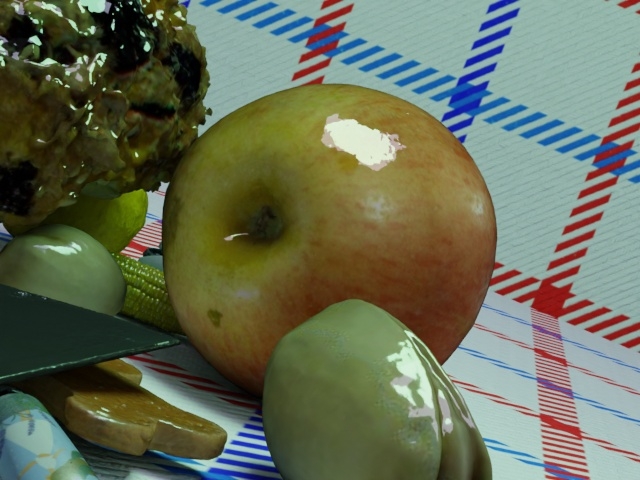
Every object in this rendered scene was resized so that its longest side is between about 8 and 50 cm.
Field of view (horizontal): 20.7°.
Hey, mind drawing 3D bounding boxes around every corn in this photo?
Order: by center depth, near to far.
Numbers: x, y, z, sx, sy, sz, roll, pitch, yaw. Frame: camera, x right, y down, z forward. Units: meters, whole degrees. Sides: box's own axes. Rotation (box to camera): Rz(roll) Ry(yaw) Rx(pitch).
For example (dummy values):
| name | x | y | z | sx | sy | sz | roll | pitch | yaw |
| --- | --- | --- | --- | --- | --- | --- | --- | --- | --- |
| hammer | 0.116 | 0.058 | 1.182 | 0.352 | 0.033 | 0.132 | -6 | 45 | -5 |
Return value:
| name | x | y | z | sx | sy | sz | roll | pitch | yaw |
| --- | --- | --- | --- | --- | --- | --- | --- | --- | --- |
| corn | -0.198 | 0.064 | 2.047 | 0.206 | 0.067 | 0.067 | 21 | 7 | -5 |

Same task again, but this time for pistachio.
| name | x | y | z | sx | sy | sz | roll | pitch | yaw |
| --- | --- | --- | --- | --- | --- | --- | --- | --- | --- |
| pistachio | 0.043 | 0.163 | 1.559 | 0.162 | 0.181 | 0.293 | 23 | 15 | -30 |
| pistachio | -0.277 | 0.039 | 1.863 | 0.149 | 0.113 | 0.113 | 25 | 6 | -19 |

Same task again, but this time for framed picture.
| name | x | y | z | sx | sy | sz | roll | pitch | yaw |
| --- | --- | --- | --- | --- | --- | --- | --- | --- | --- |
| framed picture | -0.305 | 0.075 | 1.473 | 0.244 | 0.013 | 0.324 | 14 | 11 | 27 |

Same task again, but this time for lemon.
| name | x | y | z | sx | sy | sz | roll | pitch | yaw |
| --- | --- | --- | --- | --- | --- | --- | --- | --- | --- |
| lemon | -0.309 | -0.054 | 2.189 | 0.193 | 0.180 | 0.180 | 43 | -4 | -28 |

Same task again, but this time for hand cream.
| name | x | y | z | sx | sy | sz | roll | pitch | yaw |
| --- | --- | --- | --- | --- | --- | --- | --- | --- | --- |
| hand cream | -0.193 | 0.180 | 1.267 | 0.088 | 0.055 | 0.256 | 11 | 18 | -31 |

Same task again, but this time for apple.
| name | x | y | z | sx | sy | sz | roll | pitch | yaw |
| --- | --- | --- | --- | --- | --- | --- | --- | --- | --- |
| apple | 0.000 | 0.000 | 1.896 | 0.364 | 0.363 | 0.364 | 22 | 7 | -3 |

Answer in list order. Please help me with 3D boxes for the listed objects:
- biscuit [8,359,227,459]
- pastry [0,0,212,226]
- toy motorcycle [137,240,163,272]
| name | x | y | z | sx | sy | sz | roll | pitch | yaw |
| --- | --- | --- | --- | --- | --- | --- | --- | --- | --- |
| biscuit | -0.230 | 0.124 | 1.557 | 0.324 | 0.049 | 0.205 | 28 | 8 | 37 |
| pastry | -0.294 | -0.192 | 1.927 | 0.292 | 0.337 | 0.405 | -3 | 10 | 36 |
| toy motorcycle | -0.129 | 0.066 | 2.232 | 0.225 | 0.073 | 0.152 | 23 | 9 | -1 |
